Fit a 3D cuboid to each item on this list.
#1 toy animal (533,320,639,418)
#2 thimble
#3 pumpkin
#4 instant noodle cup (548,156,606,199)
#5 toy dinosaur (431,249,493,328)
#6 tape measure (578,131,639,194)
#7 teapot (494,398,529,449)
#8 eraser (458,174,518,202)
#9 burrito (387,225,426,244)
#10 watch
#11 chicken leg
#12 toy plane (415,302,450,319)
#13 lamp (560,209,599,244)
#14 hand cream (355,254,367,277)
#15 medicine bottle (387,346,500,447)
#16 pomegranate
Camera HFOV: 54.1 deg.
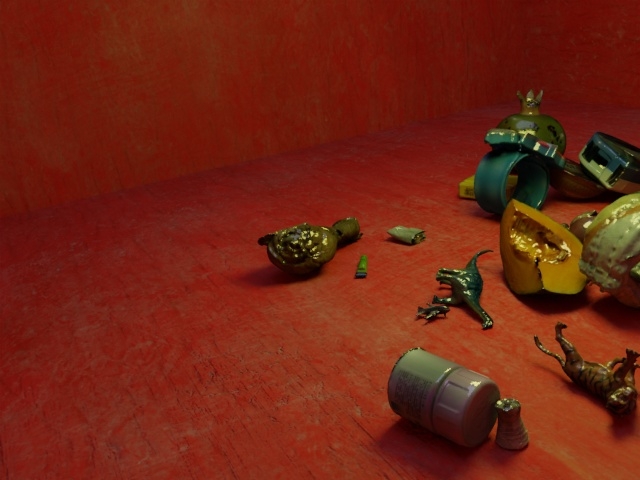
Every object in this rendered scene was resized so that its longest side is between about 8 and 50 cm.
[{"bbox_3d":[0.512,0.246,1.201,0.116,0.114,0.255,-57,28,-5],"label":"toy animal"},{"bbox_3d":[0.749,0.027,1.434,0.288,0.254,0.167,-22,28,-3],"label":"thimble"},{"bbox_3d":[0.576,0.049,1.620,0.169,0.148,0.312,7,51,-13],"label":"pumpkin"},{"bbox_3d":[0.884,-0.213,2.203,0.274,0.090,0.274,18,25,-9],"label":"instant noodle cup"},{"bbox_3d":[0.369,0.112,1.615,0.147,0.076,0.363,8,28,11],"label":"toy dinosaur"},{"bbox_3d":[1.027,-0.262,2.157,0.259,0.138,0.262,9,29,-32],"label":"tape measure"},{"bbox_3d":[0.328,0.310,1.083,0.057,0.083,0.067,-5,22,20],"label":"teapot"},{"bbox_3d":[0.646,-0.197,2.337,0.226,0.069,0.158,12,29,42],"label":"eraser"},{"bbox_3d":[0.277,-0.020,2.032,0.118,0.044,0.074,15,33,41],"label":"burrito"},{"bbox_3d":[0.625,-0.218,2.068,0.305,0.274,0.241,18,5,-34],"label":"watch"},{"bbox_3d":[0.000,0.000,1.951,0.201,0.152,0.429,-3,12,35],"label":"chicken leg"},{"bbox_3d":[0.276,0.174,1.536,0.083,0.031,0.078,-1,21,17],"label":"toy plane"},{"bbox_3d":[0.747,0.012,1.665,0.215,0.151,0.223,-32,70,-21],"label":"lamp"},{"bbox_3d":[0.125,0.079,1.857,0.036,0.023,0.122,0,25,9],"label":"hand cream"},{"bbox_3d":[0.220,0.280,1.127,0.135,0.135,0.168,-24,26,-38],"label":"medicine bottle"},{"bbox_3d":[0.860,-0.430,2.542,0.291,0.323,0.290,12,32,-7],"label":"pomegranate"}]
